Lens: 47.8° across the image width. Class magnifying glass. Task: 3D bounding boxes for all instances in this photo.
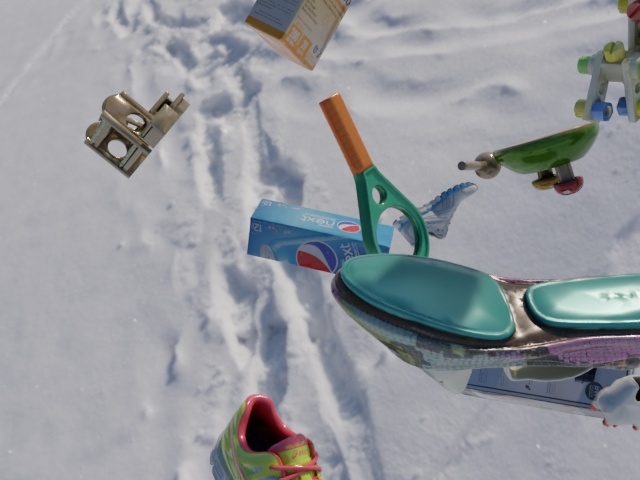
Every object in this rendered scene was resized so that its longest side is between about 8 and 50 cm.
[{"bbox_3d":[0.061,-0.060,0.834,0.092,0.231,0.026,-36,13,-37],"label":"magnifying glass"}]

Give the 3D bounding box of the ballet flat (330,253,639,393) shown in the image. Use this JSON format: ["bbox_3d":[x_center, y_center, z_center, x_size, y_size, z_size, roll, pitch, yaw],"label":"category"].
[{"bbox_3d":[0.114,0.057,0.446,0.221,0.079,0.077,3,38,-5],"label":"ballet flat"}]

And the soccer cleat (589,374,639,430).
[{"bbox_3d":[0.447,0.225,1.008,0.076,0.196,0.068,-50,52,23],"label":"soccer cleat"}]

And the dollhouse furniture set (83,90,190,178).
[{"bbox_3d":[-0.271,-0.215,1.137,0.182,0.101,0.161,-29,25,54],"label":"dollhouse furniture set"}]

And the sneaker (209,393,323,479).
[{"bbox_3d":[-0.027,0.217,0.623,0.208,0.081,0.094,41,122,38],"label":"sneaker"}]

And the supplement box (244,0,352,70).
[{"bbox_3d":[-0.005,-0.181,0.521,0.036,0.062,0.098,31,94,22],"label":"supplement box"}]

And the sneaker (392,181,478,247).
[{"bbox_3d":[0.247,-0.049,1.480,0.190,0.083,0.071,-31,-10,-3],"label":"sneaker"}]

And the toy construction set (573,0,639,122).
[{"bbox_3d":[0.478,-0.348,1.069,0.215,0.328,0.151,-27,44,-30],"label":"toy construction set"}]

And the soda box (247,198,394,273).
[{"bbox_3d":[0.000,0.000,1.086,0.210,0.067,0.071,12,29,6],"label":"soda box"}]

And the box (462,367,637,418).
[{"bbox_3d":[0.375,0.194,1.218,0.289,0.087,0.169,3,70,31],"label":"box"}]

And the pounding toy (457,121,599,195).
[{"bbox_3d":[0.383,-0.126,1.280,0.236,0.110,0.183,-15,5,25],"label":"pounding toy"}]
